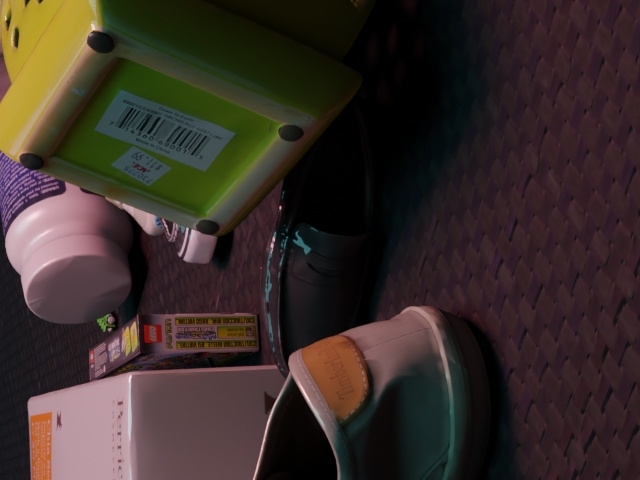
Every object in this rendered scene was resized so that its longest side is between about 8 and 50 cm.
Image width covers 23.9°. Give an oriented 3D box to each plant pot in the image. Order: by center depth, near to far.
[{"bbox_3d":[-0.096,-0.146,1.054,0.227,0.228,0.207,-44,32,46],"label":"plant pot"}]

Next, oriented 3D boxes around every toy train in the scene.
[{"bbox_3d":[-0.273,0.096,1.923,0.083,0.017,0.023,-143,67,-65],"label":"toy train"}]

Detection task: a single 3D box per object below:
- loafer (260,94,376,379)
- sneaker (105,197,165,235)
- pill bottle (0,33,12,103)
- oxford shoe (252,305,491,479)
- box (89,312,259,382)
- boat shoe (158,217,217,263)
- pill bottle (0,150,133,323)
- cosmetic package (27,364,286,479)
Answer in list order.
[{"bbox_3d":[0.000,0.000,1.114,0.078,0.076,0.223,-155,71,-76],"label":"loafer"},{"bbox_3d":[-0.211,-0.068,1.655,0.228,0.092,0.087,-130,46,-58],"label":"sneaker"},{"bbox_3d":[-0.453,-0.364,2.109,0.229,0.229,0.407,116,148,-49],"label":"pill bottle"},{"bbox_3d":[0.000,0.239,1.042,0.169,0.130,0.449,-122,36,-52],"label":"oxford shoe"},{"bbox_3d":[-0.143,0.104,1.440,0.207,0.114,0.036,148,120,-66],"label":"box"},{"bbox_3d":[-0.169,-0.102,1.527,0.108,0.102,0.301,116,148,-49],"label":"boat shoe"},{"bbox_3d":[-0.309,-0.037,1.825,0.153,0.153,0.264,110,152,-42],"label":"pill bottle"},{"bbox_3d":[-0.152,0.243,1.396,0.453,0.161,0.230,157,112,-67],"label":"cosmetic package"}]
